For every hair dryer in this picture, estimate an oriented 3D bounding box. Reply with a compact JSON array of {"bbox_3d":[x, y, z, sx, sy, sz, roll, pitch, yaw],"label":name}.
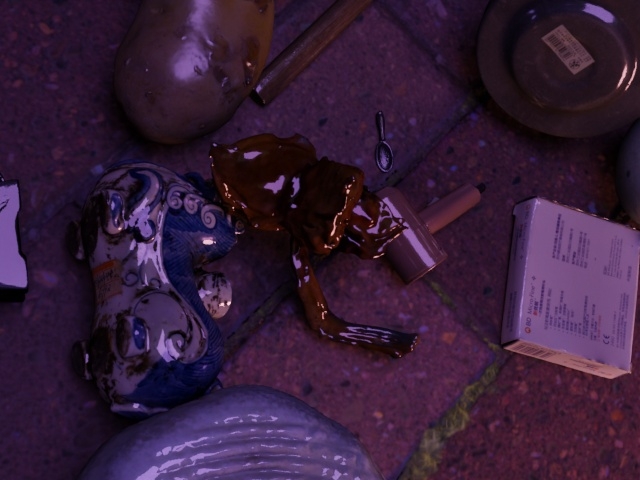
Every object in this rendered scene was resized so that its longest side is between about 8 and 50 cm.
[{"bbox_3d":[0.140,-0.033,1.396,0.182,0.064,0.117,-32,84,-34],"label":"hair dryer"}]

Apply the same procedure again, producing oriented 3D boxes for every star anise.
[{"bbox_3d":[0.009,-0.005,1.264,0.148,0.237,0.346,-41,113,-15],"label":"star anise"}]

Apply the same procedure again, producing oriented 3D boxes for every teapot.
[{"bbox_3d":[-0.362,0.003,1.177,0.096,0.087,0.177,-4,79,-19],"label":"teapot"},{"bbox_3d":[0.375,-0.295,1.441,0.239,0.322,0.239,62,34,-29],"label":"teapot"}]

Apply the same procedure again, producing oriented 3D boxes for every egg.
[{"bbox_3d":[0.484,-0.110,1.479,0.169,0.169,0.236,47,62,-1],"label":"egg"}]

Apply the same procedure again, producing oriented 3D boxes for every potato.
[{"bbox_3d":[-0.142,-0.228,1.303,0.165,0.165,0.262,20,73,-13],"label":"potato"}]

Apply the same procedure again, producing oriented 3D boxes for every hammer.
[{"bbox_3d":[0.035,-0.302,1.440,0.365,0.043,0.111,-48,114,-22],"label":"hammer"}]

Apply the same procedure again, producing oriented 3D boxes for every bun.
[{"bbox_3d":[-0.085,0.322,1.117,0.355,0.194,0.354,7,70,-19],"label":"bun"}]

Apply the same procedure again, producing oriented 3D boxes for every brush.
[{"bbox_3d":[0.079,-0.126,1.425,0.024,0.008,0.083,0,73,-17],"label":"brush"}]

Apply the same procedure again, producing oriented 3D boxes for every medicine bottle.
[{"bbox_3d":[0.323,0.058,1.431,0.171,0.052,0.201,16,69,-15],"label":"medicine bottle"}]

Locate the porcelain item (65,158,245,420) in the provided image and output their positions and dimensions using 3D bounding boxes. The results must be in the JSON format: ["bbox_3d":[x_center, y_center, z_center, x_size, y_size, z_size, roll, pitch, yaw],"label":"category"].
[{"bbox_3d":[-0.169,0.053,1.222,0.186,0.138,0.288,5,66,-37],"label":"porcelain item"}]
